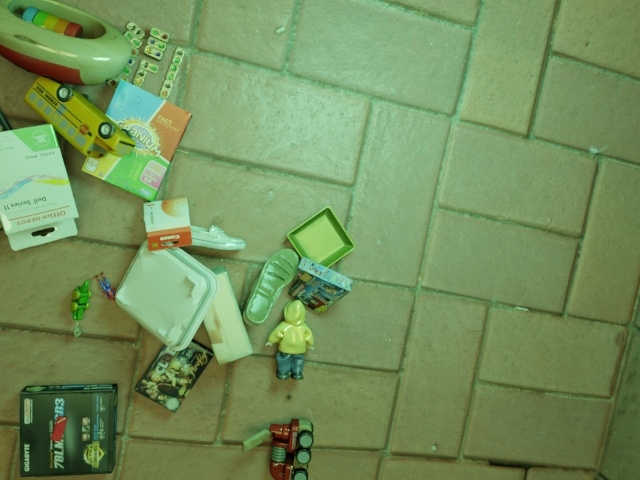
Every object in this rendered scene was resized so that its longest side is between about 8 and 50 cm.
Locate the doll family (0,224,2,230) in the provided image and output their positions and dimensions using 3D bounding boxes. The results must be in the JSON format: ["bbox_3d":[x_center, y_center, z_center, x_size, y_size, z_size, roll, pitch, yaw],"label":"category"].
[{"bbox_3d":[-0.939,-0.120,1.641,0.262,0.118,0.163,-32,106,-26],"label":"doll family"}]

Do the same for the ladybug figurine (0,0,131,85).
[{"bbox_3d":[-0.794,-0.588,1.548,0.448,0.305,0.162,20,128,-10],"label":"ladybug figurine"}]

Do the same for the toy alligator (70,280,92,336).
[{"bbox_3d":[-0.802,0.220,1.731,0.051,0.056,0.190,15,95,28],"label":"toy alligator"}]

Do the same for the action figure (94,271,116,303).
[{"bbox_3d":[-0.713,0.162,1.755,0.038,0.030,0.115,-31,104,-12],"label":"action figure"}]

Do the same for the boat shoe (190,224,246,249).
[{"bbox_3d":[-0.365,-0.014,1.784,0.226,0.083,0.076,6,96,-12],"label":"boat shoe"}]

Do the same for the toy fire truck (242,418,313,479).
[{"bbox_3d":[-0.156,0.761,1.891,0.246,0.158,0.217,8,95,-2],"label":"toy fire truck"}]

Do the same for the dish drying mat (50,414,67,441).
[{"bbox_3d":[-0.852,0.613,1.708,0.032,0.008,0.083,17,91,-14],"label":"dish drying mat"}]

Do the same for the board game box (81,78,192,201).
[{"bbox_3d":[-0.592,-0.321,1.703,0.242,0.064,0.317,24,93,-14],"label":"board game box"}]

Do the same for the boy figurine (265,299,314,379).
[{"bbox_3d":[-0.109,0.352,1.878,0.177,0.092,0.286,2,95,-13],"label":"boy figurine"}]

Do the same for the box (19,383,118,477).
[{"bbox_3d":[-0.840,0.633,1.754,0.293,0.073,0.296,3,95,-14],"label":"box"}]

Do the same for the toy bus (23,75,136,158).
[{"bbox_3d":[-0.727,-0.363,1.594,0.332,0.108,0.130,40,96,7],"label":"toy bus"}]

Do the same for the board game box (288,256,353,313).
[{"bbox_3d":[-0.019,0.152,1.852,0.194,0.194,0.060,36,43,-14],"label":"board game box"}]

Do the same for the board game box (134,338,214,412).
[{"bbox_3d":[-0.506,0.452,1.823,0.165,0.042,0.243,34,88,-14],"label":"board game box"}]

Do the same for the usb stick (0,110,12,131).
[{"bbox_3d":[-1.012,-0.363,1.623,0.077,0.045,0.278,-30,101,-15],"label":"usb stick"}]

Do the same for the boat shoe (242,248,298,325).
[{"bbox_3d":[-0.183,0.158,1.822,0.113,0.103,0.302,37,61,-10],"label":"boat shoe"}]

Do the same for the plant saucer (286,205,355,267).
[{"bbox_3d":[0.000,0.000,1.888,0.188,0.045,0.188,-35,103,-7],"label":"plant saucer"}]

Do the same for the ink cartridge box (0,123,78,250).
[{"bbox_3d":[-0.850,-0.149,1.541,0.207,0.119,0.354,-20,112,-30],"label":"ink cartridge box"}]

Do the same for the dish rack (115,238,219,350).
[{"bbox_3d":[-0.509,0.162,1.679,0.332,0.072,0.286,32,94,22],"label":"dish rack"}]

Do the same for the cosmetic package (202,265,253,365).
[{"bbox_3d":[-0.339,0.251,1.785,0.129,0.153,0.297,-18,98,-11],"label":"cosmetic package"}]

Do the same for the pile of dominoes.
[{"bbox_3d":[-0.569,-0.565,1.703,0.195,0.040,0.251,21,91,-14],"label":"pile of dominoes"}]

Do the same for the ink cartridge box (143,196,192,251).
[{"bbox_3d":[-0.501,-0.056,1.717,0.145,0.179,0.045,-9,142,-11],"label":"ink cartridge box"}]
